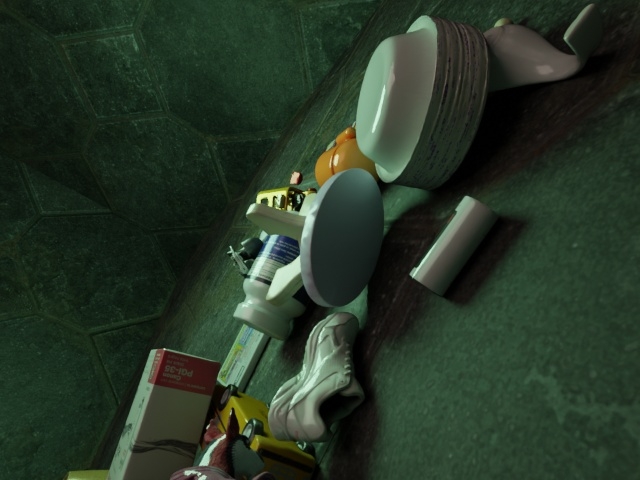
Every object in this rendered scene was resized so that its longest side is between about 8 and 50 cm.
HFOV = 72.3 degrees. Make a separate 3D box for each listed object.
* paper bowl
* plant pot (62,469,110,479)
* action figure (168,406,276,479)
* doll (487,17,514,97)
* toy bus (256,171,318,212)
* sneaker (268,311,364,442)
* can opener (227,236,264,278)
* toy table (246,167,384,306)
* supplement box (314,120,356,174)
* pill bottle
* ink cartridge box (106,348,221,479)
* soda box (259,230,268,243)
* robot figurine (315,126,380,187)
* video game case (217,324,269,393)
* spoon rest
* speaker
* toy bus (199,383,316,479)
[{"bbox_3d":[0.155,-0.237,0.766,0.284,0.148,0.283,-173,90,-79],"label":"paper bowl"},{"bbox_3d":[-0.437,0.591,0.919,0.237,0.255,0.237,-49,21,27],"label":"plant pot"},{"bbox_3d":[-0.112,0.355,0.434,0.370,0.276,0.247,-111,26,-46],"label":"action figure"},{"bbox_3d":[0.319,-0.350,0.828,0.129,0.046,0.188,-1,58,58],"label":"doll"},{"bbox_3d":[-0.085,-0.098,1.210,0.202,0.104,0.191,-51,56,18],"label":"toy bus"},{"bbox_3d":[0.025,0.208,0.668,0.115,0.090,0.232,2,43,33],"label":"sneaker"},{"bbox_3d":[-0.152,0.073,1.103,0.095,0.076,0.283,-35,-22,-4],"label":"can opener"},{"bbox_3d":[0.000,0.000,0.830,0.161,0.252,0.274,-10,37,43],"label":"toy table"},{"bbox_3d":[0.075,-0.239,1.205,0.188,0.081,0.104,-30,33,53],"label":"supplement box"},{"bbox_3d":[-0.080,0.079,0.985,0.153,0.153,0.264,-13,48,64],"label":"pill bottle"},{"bbox_3d":[-0.308,0.364,0.848,0.207,0.117,0.282,-26,46,59],"label":"ink cartridge box"},{"bbox_3d":[-0.107,-0.049,1.368,0.216,0.074,0.069,-45,23,34],"label":"soda box"},{"bbox_3d":[0.068,-0.171,1.053,0.158,0.128,0.219,-60,18,-13],"label":"robot figurine"},{"bbox_3d":[-0.193,0.285,1.143,0.193,0.023,0.212,-11,50,64],"label":"video game case"},{"bbox_3d":[0.314,-0.287,0.683,0.137,0.084,0.276,-52,21,4],"label":"spoon rest"},{"bbox_3d":[0.184,0.008,0.603,0.136,0.055,0.055,-56,19,6],"label":"speaker"},{"bbox_3d":[-0.129,0.347,0.758,0.130,0.108,0.333,-62,20,-12],"label":"toy bus"}]
